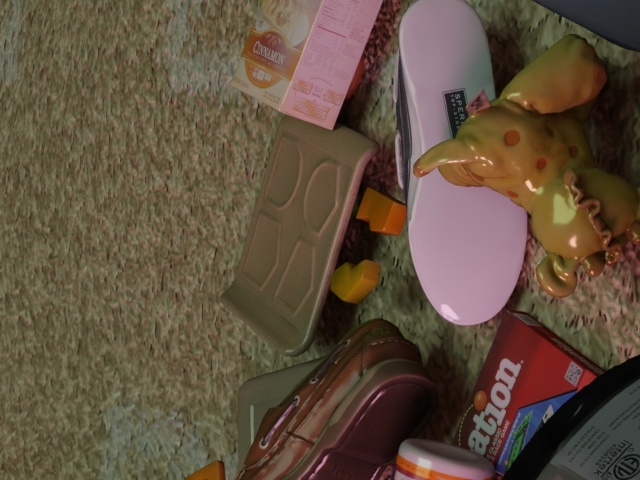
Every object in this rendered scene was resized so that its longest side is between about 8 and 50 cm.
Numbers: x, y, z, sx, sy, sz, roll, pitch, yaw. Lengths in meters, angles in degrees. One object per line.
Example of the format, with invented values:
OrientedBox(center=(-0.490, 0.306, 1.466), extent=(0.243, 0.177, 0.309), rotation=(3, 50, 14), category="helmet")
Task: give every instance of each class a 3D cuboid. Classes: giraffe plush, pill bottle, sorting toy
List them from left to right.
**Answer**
OrientedBox(center=(-0.016, 0.217, 1.834), extent=(0.347, 0.047, 0.196), rotation=(-20, 61, 46), category="sorting toy")
OrientedBox(center=(0.000, 0.000, 1.848), extent=(0.307, 0.041, 0.229), rotation=(34, 105, 63), category="sorting toy")
OrientedBox(center=(0.092, 0.254, 1.593), extent=(0.086, 0.086, 0.152), rotation=(20, 98, 55), category="pill bottle")
OrientedBox(center=(0.199, -0.052, 1.529), extent=(0.181, 0.210, 0.170), rotation=(-43, 82, 21), category="giraffe plush")

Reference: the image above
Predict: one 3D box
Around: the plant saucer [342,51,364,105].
OrientedBox(center=(0.015, -0.179, 1.923), extent=(0.083, 0.013, 0.083), rotation=(-17, 68, 51), category="plant saucer")

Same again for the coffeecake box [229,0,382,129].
OrientedBox(center=(-0.008, -0.223, 1.892), extent=(0.142, 0.068, 0.185), rotation=(33, 103, 62), category="coffeecake box")

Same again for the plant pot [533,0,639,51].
OrientedBox(center=(0.207, -0.316, 1.435), extent=(0.293, 0.235, 0.293), rotation=(-23, 61, 50), category="plant pot")

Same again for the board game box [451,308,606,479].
OrientedBox(center=(0.159, 0.216, 1.609), extent=(0.145, 0.027, 0.281), rotation=(39, 113, 53), category="board game box")

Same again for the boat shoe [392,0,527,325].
OrientedBox(center=(0.117, -0.070, 1.688), extent=(0.102, 0.108, 0.301), rotation=(120, 141, -81), category="boat shoe")

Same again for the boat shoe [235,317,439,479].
OrientedBox(center=(-0.010, 0.205, 1.715), extent=(0.307, 0.110, 0.104), rotation=(-47, 39, 15), category="boat shoe")

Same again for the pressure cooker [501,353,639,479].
OrientedBox(center=(0.320, 0.280, 1.068), extent=(0.420, 0.375, 0.370), rotation=(28, 101, 54), category="pressure cooker")
